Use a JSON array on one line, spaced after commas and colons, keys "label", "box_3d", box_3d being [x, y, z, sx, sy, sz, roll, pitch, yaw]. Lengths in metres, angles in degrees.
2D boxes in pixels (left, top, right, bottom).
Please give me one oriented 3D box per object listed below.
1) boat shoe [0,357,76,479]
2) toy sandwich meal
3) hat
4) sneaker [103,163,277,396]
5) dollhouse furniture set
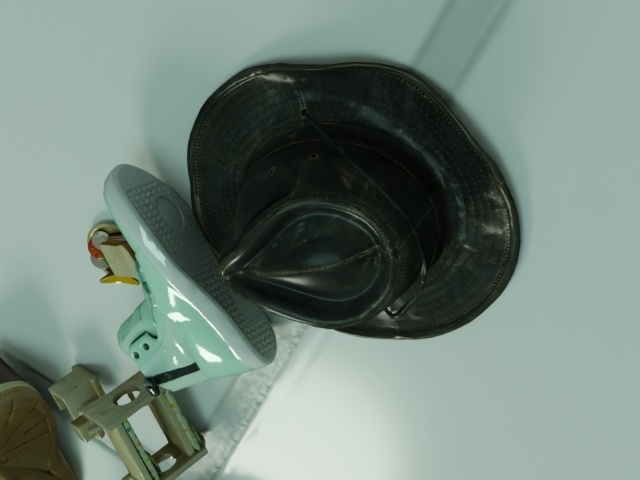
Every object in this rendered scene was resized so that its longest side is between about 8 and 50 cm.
[{"label": "boat shoe", "box_3d": [-0.397, 0.276, 1.595, 0.123, 0.123, 0.342, 46, 150, 35]}, {"label": "toy sandwich meal", "box_3d": [-0.216, 0.019, 1.322, 0.085, 0.029, 0.086, 16, 131, 20]}, {"label": "hat", "box_3d": [0.000, 0.000, 1.106, 0.331, 0.134, 0.331, 16, 132, 19]}, {"label": "sneaker", "box_3d": [-0.174, 0.052, 1.260, 0.151, 0.094, 0.256, -24, 113, 25]}, {"label": "dollhouse furniture set", "box_3d": [-0.210, 0.233, 1.471, 0.161, 0.101, 0.182, 18, 138, 52]}]
